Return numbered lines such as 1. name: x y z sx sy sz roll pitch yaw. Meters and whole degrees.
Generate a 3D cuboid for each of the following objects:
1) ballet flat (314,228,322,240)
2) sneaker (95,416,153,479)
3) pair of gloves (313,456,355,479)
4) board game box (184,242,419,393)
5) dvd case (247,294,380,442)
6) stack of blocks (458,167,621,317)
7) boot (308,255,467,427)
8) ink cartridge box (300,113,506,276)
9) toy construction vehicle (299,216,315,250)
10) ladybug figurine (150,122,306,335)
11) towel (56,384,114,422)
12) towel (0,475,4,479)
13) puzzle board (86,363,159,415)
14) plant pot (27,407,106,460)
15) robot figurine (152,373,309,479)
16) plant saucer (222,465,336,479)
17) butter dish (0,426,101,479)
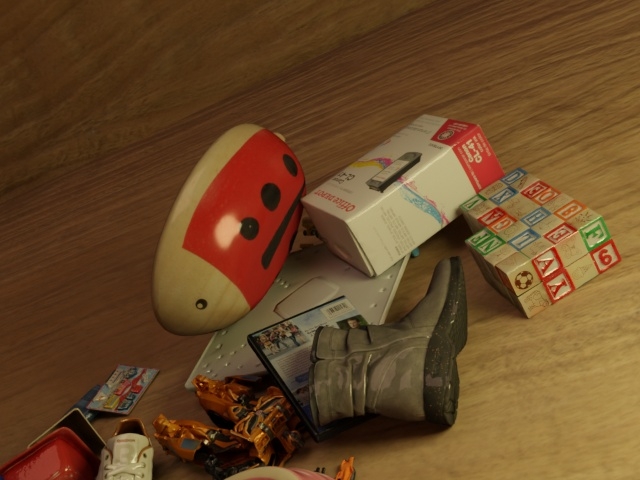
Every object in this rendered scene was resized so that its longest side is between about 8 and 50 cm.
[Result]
1. ballet flat: 0.064 -0.084 2.195 0.077 0.091 0.241 8 42 22
2. sneaker: -0.311 0.376 1.611 0.105 0.123 0.290 -1 23 -7
3. pair of gloves: 0.013 0.340 1.465 0.083 0.010 0.074 -23 25 23
4. board game box: -0.016 0.123 1.896 0.389 0.050 0.390 -17 27 29
5. dvd case: 0.017 0.190 1.600 0.180 0.022 0.253 -22 40 -17
6. stack of blocks: 0.329 -0.005 1.692 0.171 0.087 0.297 -32 23 -2
7. boot: 0.100 0.136 1.550 0.222 0.118 0.338 -1 32 15
8. ink cartridge box: 0.148 -0.091 1.906 0.306 0.131 0.226 -34 23 -13
9. toy construction vehicle: 0.000 0.000 2.102 0.085 0.098 0.035 -6 -4 29
10. ladybug figurine: -0.151 -0.020 1.931 0.161 0.305 0.450 14 65 23
11. towel: -0.453 0.330 2.027 0.067 0.029 0.119 3 39 47
12. towel: -0.580 0.511 1.564 0.227 0.076 0.308 -40 31 38
13. puzzle board: -0.382 0.285 2.017 0.096 0.011 0.128 4 36 23
14. plant pot: -0.453 0.368 1.862 0.109 0.109 0.096 -39 12 -19
15. robot figurine: -0.132 0.290 1.647 0.291 0.085 0.211 -3 36 48
16. plant saucer: -0.105 0.413 1.352 0.332 0.084 0.332 -27 24 13
17. butter dish: -0.439 0.415 1.724 0.160 0.160 0.118 -33 46 -7
